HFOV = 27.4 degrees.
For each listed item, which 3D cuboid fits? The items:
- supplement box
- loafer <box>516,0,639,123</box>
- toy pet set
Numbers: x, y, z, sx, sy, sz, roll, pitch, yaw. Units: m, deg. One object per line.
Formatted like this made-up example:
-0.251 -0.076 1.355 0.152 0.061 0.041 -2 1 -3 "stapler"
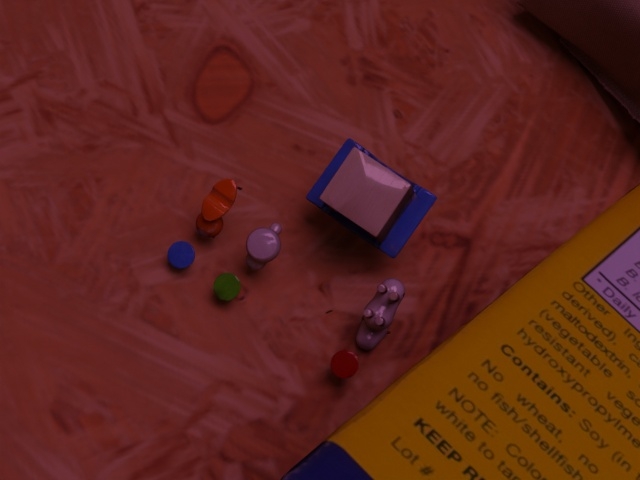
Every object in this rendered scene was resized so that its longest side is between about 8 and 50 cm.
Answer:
0.118 0.127 0.549 0.194 0.195 0.356 46 44 13 "supplement box"
0.182 -0.165 0.864 0.092 0.102 0.269 -8 52 -21 "loafer"
0.000 0.000 0.731 0.122 0.065 0.114 35 89 9 "toy pet set"
